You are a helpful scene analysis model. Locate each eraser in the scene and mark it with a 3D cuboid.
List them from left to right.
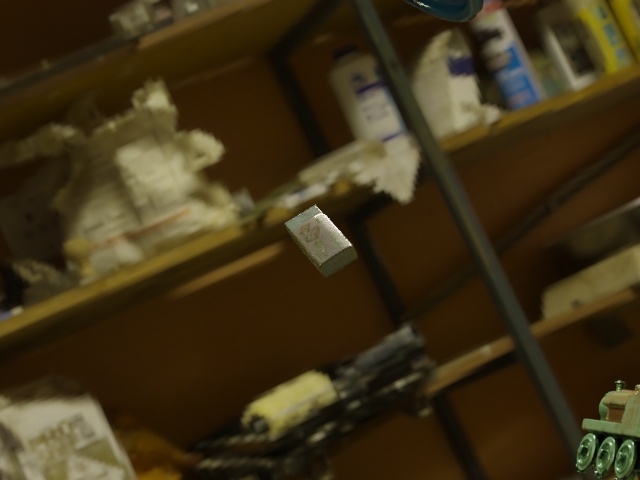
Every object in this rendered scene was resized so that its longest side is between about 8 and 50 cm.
[{"bbox_3d":[0.000,0.000,1.367,0.038,0.019,0.083,-33,40,-7],"label":"eraser"}]

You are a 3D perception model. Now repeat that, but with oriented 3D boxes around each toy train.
[{"bbox_3d":[0.324,0.193,1.504,0.074,0.118,0.176,18,-6,-10],"label":"toy train"}]

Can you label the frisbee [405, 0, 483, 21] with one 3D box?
[{"bbox_3d":[0.066,-0.302,1.407,0.045,0.242,0.242,-49,-3,-7],"label":"frisbee"}]
